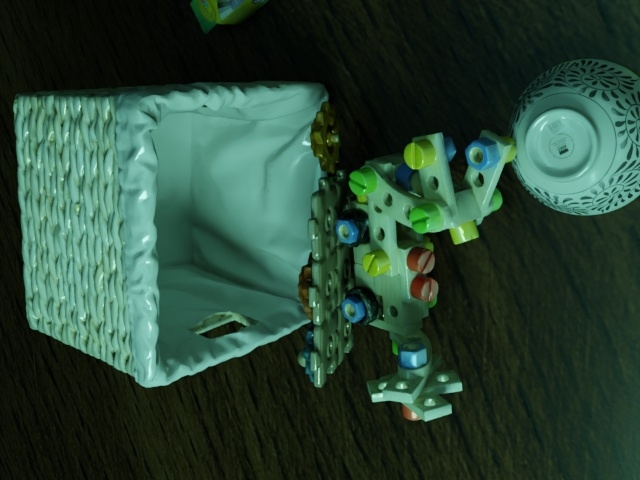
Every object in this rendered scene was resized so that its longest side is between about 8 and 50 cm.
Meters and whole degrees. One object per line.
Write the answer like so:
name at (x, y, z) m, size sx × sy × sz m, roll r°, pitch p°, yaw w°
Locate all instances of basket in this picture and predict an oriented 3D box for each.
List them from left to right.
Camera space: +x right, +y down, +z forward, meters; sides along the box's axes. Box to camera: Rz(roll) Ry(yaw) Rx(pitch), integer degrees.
basket at (-0.182, -0.041, 1.002) m, size 0.266 × 0.328 × 0.331 m, roll 12°, pitch 108°, yaw 35°

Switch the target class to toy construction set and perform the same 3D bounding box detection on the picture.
toy construction set at (0.111, 0.033, 0.906) m, size 0.215 × 0.151 × 0.327 m, roll 13°, pitch 100°, yaw 47°

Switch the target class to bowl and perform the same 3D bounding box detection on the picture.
bowl at (0.263, -0.103, 0.823) m, size 0.170 × 0.080 × 0.170 m, roll 9°, pitch 106°, yaw 33°

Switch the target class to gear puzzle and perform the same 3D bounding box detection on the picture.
gear puzzle at (0.000, 0.000, 0.975) m, size 0.044 × 0.175 × 0.339 m, roll 3°, pitch 103°, yaw 17°

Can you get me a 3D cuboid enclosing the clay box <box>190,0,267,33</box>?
clay box at (-0.095, -0.379, 1.027) m, size 0.222 × 0.053 × 0.127 m, roll -29°, pitch 84°, yaw 38°
